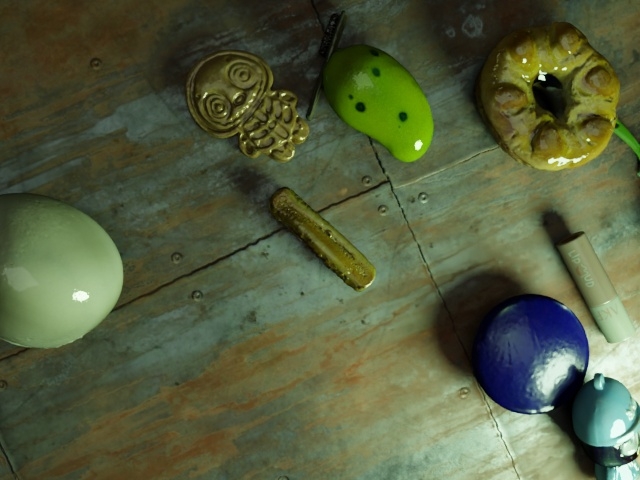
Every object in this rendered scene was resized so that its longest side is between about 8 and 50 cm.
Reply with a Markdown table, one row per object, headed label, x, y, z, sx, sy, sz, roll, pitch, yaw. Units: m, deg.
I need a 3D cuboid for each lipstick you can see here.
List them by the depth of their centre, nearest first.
| label | x | y | z | sx | sy | sz | roll | pitch | yaw |
| --- | --- | --- | --- | --- | --- | --- | --- | --- | --- |
| lipstick | 0.621 | 0.106 | 1.578 | 0.070 | 0.070 | 0.254 | -29 | 92 | -5 |

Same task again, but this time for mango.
| label | x | y | z | sx | sy | sz | roll | pitch | yaw |
| --- | --- | --- | --- | --- | --- | --- | --- | --- | --- |
| mango | 0.131 | -0.296 | 1.501 | 0.293 | 0.143 | 0.175 | 43 | 86 | -13 |

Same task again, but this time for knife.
| label | x | y | z | sx | sy | sz | roll | pitch | yaw |
| --- | --- | --- | --- | --- | --- | --- | --- | --- | --- |
| knife | 0.721 | -0.223 | 1.612 | 0.078 | 0.022 | 0.166 | -43 | 95 | -9 |

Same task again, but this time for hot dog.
| label | x | y | z | sx | sy | sz | roll | pitch | yaw |
| --- | --- | --- | --- | --- | --- | --- | --- | --- | --- |
| hot dog | 0.001 | -0.001 | 1.523 | 0.289 | 0.068 | 0.083 | 43 | 63 | 0 |

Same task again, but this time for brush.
| label | x | y | z | sx | sy | sz | roll | pitch | yaw |
| --- | --- | --- | --- | --- | --- | --- | --- | --- | --- |
| brush | 0.005 | -0.385 | 1.536 | 0.036 | 0.043 | 0.248 | 18 | 90 | 11 |

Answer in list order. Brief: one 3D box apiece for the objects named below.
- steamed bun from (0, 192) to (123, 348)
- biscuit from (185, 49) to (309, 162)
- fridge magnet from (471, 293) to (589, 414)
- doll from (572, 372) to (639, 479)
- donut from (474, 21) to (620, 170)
| label | x | y | z | sx | sy | sz | roll | pitch | yaw |
| --- | --- | --- | --- | --- | --- | --- | --- | --- | --- |
| steamed bun | -0.537 | 0.041 | 1.345 | 0.324 | 0.324 | 0.206 | 40 | 111 | -4 |
| biscuit | -0.159 | -0.289 | 1.521 | 0.289 | 0.044 | 0.202 | 42 | 86 | -2 |
| fridge magnet | 0.461 | 0.249 | 1.542 | 0.266 | 0.112 | 0.265 | 0 | 90 | -4 |
| doll | 0.637 | 0.423 | 1.529 | 0.141 | 0.177 | 0.314 | -8 | 113 | 36 |
| donut | 0.488 | -0.308 | 1.525 | 0.299 | 0.150 | 0.317 | 2 | 91 | -5 |
